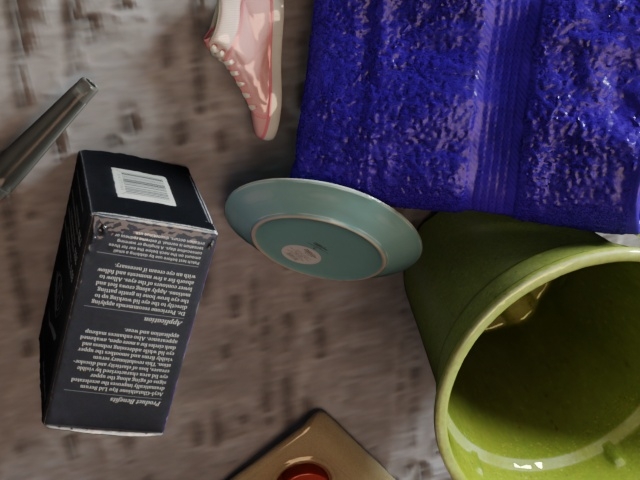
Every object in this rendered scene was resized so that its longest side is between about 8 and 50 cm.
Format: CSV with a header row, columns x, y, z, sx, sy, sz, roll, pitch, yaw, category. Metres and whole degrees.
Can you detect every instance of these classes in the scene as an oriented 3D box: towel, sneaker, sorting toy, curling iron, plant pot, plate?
x,y,z,sx,sy,sz,roll,pitch,yaw,category
0.132,-0.133,0.818,0.308,0.076,0.228,7,91,14,towel
-0.070,-0.155,0.870,0.070,0.051,0.134,-3,112,-14,sneaker
0.004,0.358,1.138,0.229,0.041,0.307,-40,119,4,sorting toy
-0.283,-0.035,0.868,0.068,0.035,0.274,34,102,-24,curling iron
0.202,0.077,0.942,0.276,0.254,0.276,-6,117,-11,plant pot
0.000,0.000,0.904,0.188,0.188,0.024,26,62,-26,plate

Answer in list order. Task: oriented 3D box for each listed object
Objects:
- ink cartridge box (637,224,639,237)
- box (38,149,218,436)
x,y,z,sx,sy,sz,roll,pitch,yaw,category
0.342,-0.163,0.892,0.131,0.226,0.306,13,109,-24,ink cartridge box
-0.179,0.046,0.873,0.108,0.153,0.207,9,113,-21,box
